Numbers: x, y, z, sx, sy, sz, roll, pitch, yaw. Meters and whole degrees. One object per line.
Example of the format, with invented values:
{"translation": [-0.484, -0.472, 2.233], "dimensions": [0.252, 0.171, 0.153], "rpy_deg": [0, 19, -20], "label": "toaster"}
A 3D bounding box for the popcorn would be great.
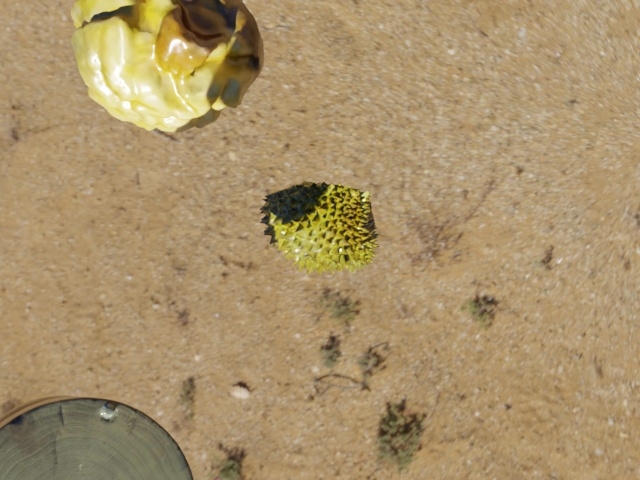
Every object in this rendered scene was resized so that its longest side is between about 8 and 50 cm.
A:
{"translation": [-0.209, -0.275, 1.078], "dimensions": [0.332, 0.225, 0.264], "rpy_deg": [-151, 55, -63], "label": "popcorn"}

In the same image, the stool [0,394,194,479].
{"translation": [-0.220, 0.224, 0.731], "dimensions": [0.264, 0.179, 0.179], "rpy_deg": [-25, 85, 68], "label": "stool"}

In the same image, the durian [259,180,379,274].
{"translation": [0.000, 0.000, 1.041], "dimensions": [0.147, 0.208, 0.102], "rpy_deg": [4, 69, 19], "label": "durian"}
